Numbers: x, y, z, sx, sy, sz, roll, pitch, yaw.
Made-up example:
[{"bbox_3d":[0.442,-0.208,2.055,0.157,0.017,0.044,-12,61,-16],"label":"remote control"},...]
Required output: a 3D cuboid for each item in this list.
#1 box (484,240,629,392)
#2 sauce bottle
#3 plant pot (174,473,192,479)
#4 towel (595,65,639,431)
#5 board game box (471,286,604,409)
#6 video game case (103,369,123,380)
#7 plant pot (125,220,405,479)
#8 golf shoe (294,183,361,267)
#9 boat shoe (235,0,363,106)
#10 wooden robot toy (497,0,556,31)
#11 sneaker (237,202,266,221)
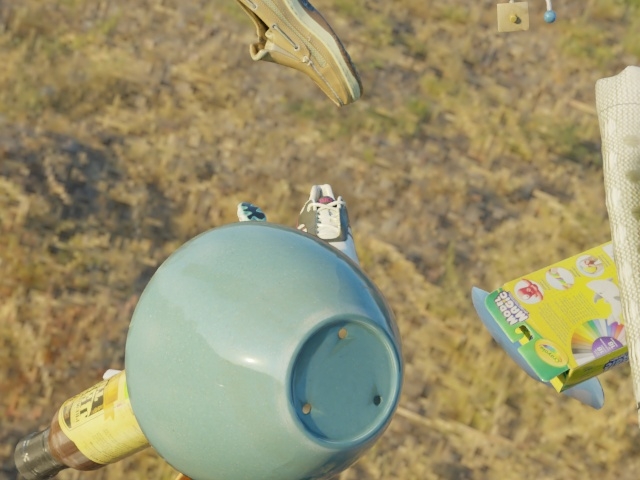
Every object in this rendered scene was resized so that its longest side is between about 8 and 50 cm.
[{"bbox_3d":[0.239,0.066,1.253,0.179,0.043,0.105,-18,56,-26],"label":"box"},{"bbox_3d":[-0.294,0.252,1.928,0.111,0.344,0.111,30,45,-36],"label":"sauce bottle"},{"bbox_3d":[-0.095,0.416,1.957,0.205,0.188,0.205,-9,43,8],"label":"plant pot"},{"bbox_3d":[0.246,0.095,0.590,0.312,0.056,0.324,17,57,-32],"label":"towel"},{"bbox_3d":[0.221,0.095,1.369,0.169,0.033,0.133,24,-27,57],"label":"board game box"},{"bbox_3d":[-0.253,0.303,2.437,0.212,0.193,0.023,3,45,37],"label":"video game case"},{"bbox_3d":[-0.026,0.130,1.431,0.290,0.290,0.195,7,1,-31],"label":"plant pot"},{"bbox_3d":[0.000,0.000,2.004,0.105,0.120,0.273,-1,13,-7],"label":"golf shoe"},{"bbox_3d":[-0.035,-0.189,1.305,0.190,0.072,0.068,52,-10,-24],"label":"boat shoe"},{"bbox_3d":[0.207,-0.283,1.327,0.076,0.173,0.079,18,32,-8],"label":"wooden robot toy"},{"bbox_3d":[-0.090,0.003,1.813,0.038,0.069,0.098,2,42,-36],"label":"sneaker"}]
